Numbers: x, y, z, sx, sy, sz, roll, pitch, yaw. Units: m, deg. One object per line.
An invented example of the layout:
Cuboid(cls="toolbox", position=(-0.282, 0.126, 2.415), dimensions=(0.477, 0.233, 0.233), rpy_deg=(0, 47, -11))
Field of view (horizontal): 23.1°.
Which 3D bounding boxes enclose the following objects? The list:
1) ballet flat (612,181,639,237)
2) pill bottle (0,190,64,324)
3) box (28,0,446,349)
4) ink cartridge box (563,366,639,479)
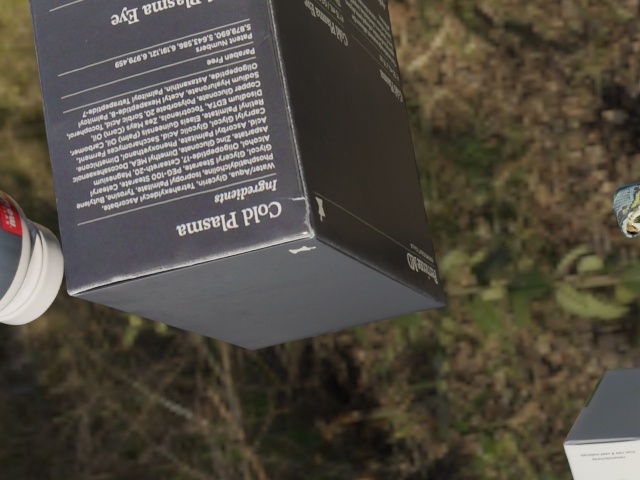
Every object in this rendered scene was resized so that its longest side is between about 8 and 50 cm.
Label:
Cuboid(cls="ballet flat", position=(0.404, -0.044, 1.695), dimensions=(0.188, 0.070, 0.070), rpy_deg=(-19, 76, 38))
Cuboid(cls="pill bottle", position=(-0.274, 0.004, 1.135), dimensions=(0.108, 0.180, 0.108), rpy_deg=(-9, 72, 29))
Cuboid(cls="box", position=(-0.057, -0.102, 1.170), dimensions=(0.343, 0.178, 0.313), rpy_deg=(29, -132, -68))
Cuboid(cls="ink cartridge box", position=(0.329, 0.253, 1.581), dimensions=(0.086, 0.153, 0.208), rpy_deg=(-8, 112, 29))
